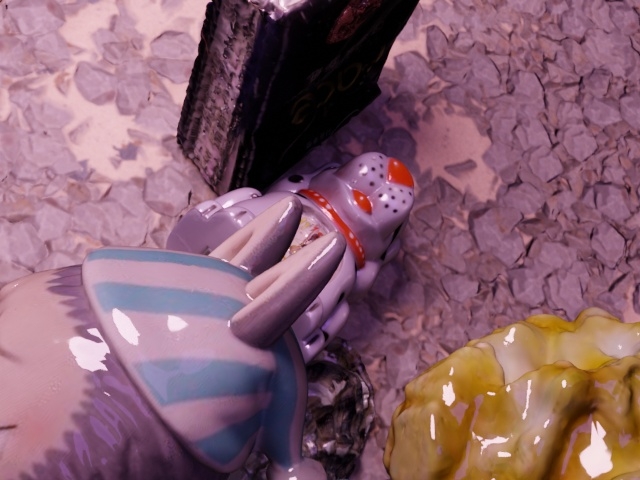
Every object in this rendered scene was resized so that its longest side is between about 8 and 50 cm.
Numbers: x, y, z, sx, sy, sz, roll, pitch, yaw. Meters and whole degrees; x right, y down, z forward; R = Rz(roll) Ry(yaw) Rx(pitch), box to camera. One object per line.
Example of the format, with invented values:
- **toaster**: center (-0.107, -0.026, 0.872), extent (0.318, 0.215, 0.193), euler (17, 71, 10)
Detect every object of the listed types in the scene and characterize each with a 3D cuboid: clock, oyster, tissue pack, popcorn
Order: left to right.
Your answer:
- **oyster**: center (-0.046, 0.196, 1.025), extent (0.252, 0.087, 0.199), euler (-6, 80, -34)
- **tissue pack**: center (-0.005, -0.191, 1.018), extent (0.245, 0.332, 0.123), euler (-35, 79, -26)
- **clock**: center (-0.001, 0.000, 1.055), extent (0.254, 0.189, 0.189), euler (-34, 87, -34)
- **popcorn**: center (0.229, 0.230, 1.038), extent (0.334, 0.293, 0.292), euler (4, 110, 8)

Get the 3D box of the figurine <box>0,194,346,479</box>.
- **figurine**: center (-0.107, 0.146, 0.789), extent (0.361, 0.378, 0.266), euler (49, 23, 13)
